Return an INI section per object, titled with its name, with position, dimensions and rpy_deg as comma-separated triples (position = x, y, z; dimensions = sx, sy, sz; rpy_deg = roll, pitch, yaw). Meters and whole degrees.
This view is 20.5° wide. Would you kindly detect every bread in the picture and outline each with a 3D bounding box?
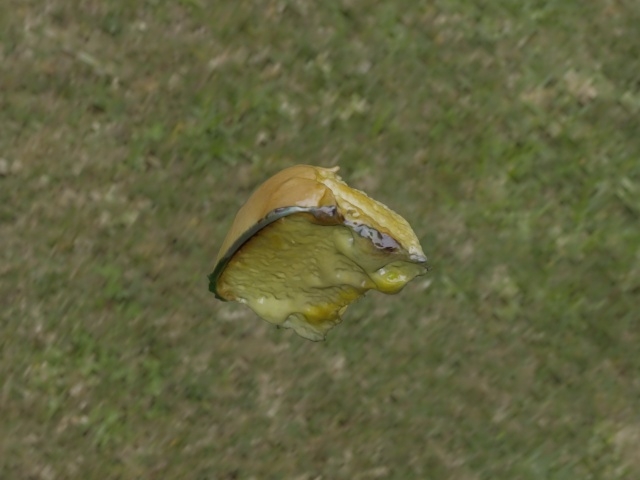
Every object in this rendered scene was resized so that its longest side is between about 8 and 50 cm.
[bread]
position = 0.005, -0.008, 1.815
dimensions = 0.174, 0.251, 0.133
rpy_deg = 28, 58, -14
